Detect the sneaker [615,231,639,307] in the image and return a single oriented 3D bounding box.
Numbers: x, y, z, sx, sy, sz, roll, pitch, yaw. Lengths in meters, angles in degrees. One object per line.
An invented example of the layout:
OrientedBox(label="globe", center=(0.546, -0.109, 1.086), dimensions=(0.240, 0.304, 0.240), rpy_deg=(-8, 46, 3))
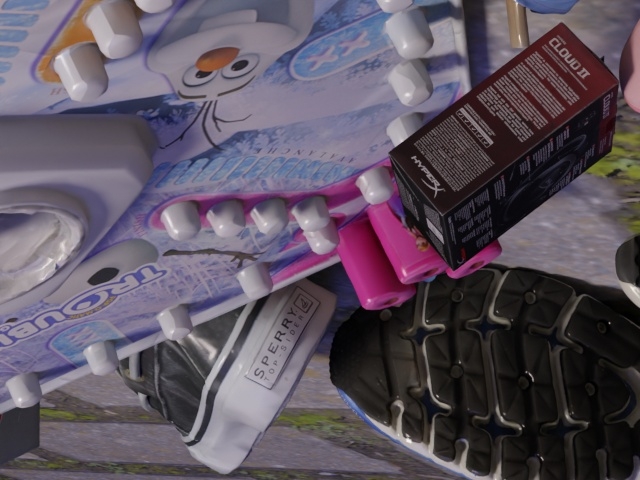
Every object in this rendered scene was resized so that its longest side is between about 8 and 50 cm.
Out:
OrientedBox(label="sneaker", center=(0.209, 0.038, 0.771), dimensions=(0.161, 0.057, 0.075), rpy_deg=(13, 156, -23))

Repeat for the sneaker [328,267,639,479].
OrientedBox(label="sneaker", center=(0.156, 0.108, 0.898), dimensions=(0.330, 0.130, 0.147), rpy_deg=(13, 159, -17))

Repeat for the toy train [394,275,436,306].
OrientedBox(label="toy train", center=(0.000, 0.000, 0.764), dimensions=(0.166, 0.046, 0.125), rpy_deg=(15, 161, -22))

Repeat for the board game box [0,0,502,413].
OrientedBox(label="board game box", center=(-0.121, 0.007, 0.523), dimensions=(0.390, 0.050, 0.390), rpy_deg=(-25, 159, 0))

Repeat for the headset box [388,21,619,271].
OrientedBox(label="headset box", center=(0.068, -0.033, 0.517), dimensions=(0.032, 0.083, 0.062), rpy_deg=(50, 175, 19))

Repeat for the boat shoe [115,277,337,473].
OrientedBox(label="boat shoe", center=(-0.065, 0.055, 0.893), dimensions=(0.119, 0.121, 0.335), rpy_deg=(32, 164, 1))

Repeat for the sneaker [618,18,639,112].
OrientedBox(label="sneaker", center=(0.120, -0.082, 0.448), dimensions=(0.070, 0.051, 0.134), rpy_deg=(13, 155, -27))

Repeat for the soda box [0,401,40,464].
OrientedBox(label="soda box", center=(-0.294, 0.123, 1.023), dimensions=(0.091, 0.098, 0.286), rpy_deg=(3, -174, 15))

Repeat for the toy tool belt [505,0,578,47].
OrientedBox(label="toy tool belt", center=(0.075, -0.092, 0.437), dimensions=(0.052, 0.051, 0.083), rpy_deg=(12, 162, -12))
